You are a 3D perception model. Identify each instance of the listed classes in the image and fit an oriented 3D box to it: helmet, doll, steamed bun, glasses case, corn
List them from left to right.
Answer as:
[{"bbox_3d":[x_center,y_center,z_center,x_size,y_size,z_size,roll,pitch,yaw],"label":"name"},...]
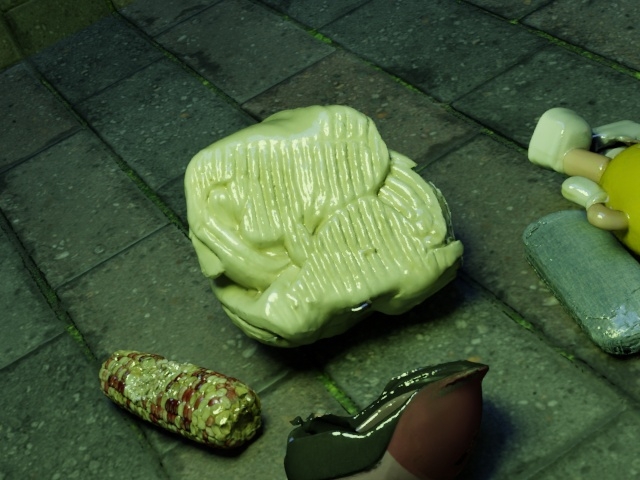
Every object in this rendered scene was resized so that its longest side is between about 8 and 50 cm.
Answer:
[{"bbox_3d":[-0.201,0.207,1.488,0.290,0.098,0.098,14,48,40],"label":"corn"},{"bbox_3d":[0.000,0.000,1.539,0.394,0.237,0.346,22,77,4],"label":"steamed bun"},{"bbox_3d":[0.084,0.239,1.255,0.253,0.154,0.198,-13,-3,-4],"label":"helmet"},{"bbox_3d":[0.357,0.047,1.436,0.109,0.067,0.282,-26,37,-1],"label":"glasses case"},{"bbox_3d":[0.475,-0.071,1.467,0.423,0.161,0.348,20,35,33],"label":"doll"}]
